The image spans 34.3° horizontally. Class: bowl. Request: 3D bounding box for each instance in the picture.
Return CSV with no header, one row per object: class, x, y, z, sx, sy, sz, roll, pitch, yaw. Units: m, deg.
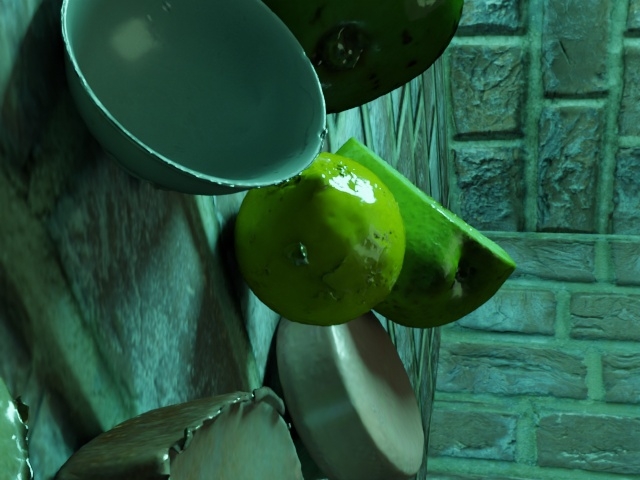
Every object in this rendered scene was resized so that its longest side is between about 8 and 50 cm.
bowl,-0.095,-0.091,0.681,0.086,0.189,0.189,-44,-156,43

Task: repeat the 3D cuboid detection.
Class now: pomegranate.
pomegranate,-0.003,-0.237,0.845,0.254,0.254,0.270,75,9,-55

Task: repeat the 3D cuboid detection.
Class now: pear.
pear,0.110,0.022,1.284,0.159,0.292,0.292,-53,169,5

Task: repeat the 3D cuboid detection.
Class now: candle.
candle,-0.099,0.238,0.716,0.287,0.131,0.317,68,16,-48

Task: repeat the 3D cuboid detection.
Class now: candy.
candy,0.041,0.184,1.237,0.255,0.094,0.255,56,19,-30

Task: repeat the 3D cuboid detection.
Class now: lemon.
lemon,0.000,0.000,1.027,0.206,0.174,0.173,94,0,-80

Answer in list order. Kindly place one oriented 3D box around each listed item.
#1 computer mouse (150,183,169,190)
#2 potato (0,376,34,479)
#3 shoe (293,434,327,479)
computer mouse,-0.116,-0.084,0.775,0.066,0.039,0.096,73,30,-57
potato,-0.196,0.059,0.369,0.172,0.089,0.100,35,28,-39
shoe,-0.005,0.259,1.333,0.078,0.079,0.195,51,7,27
